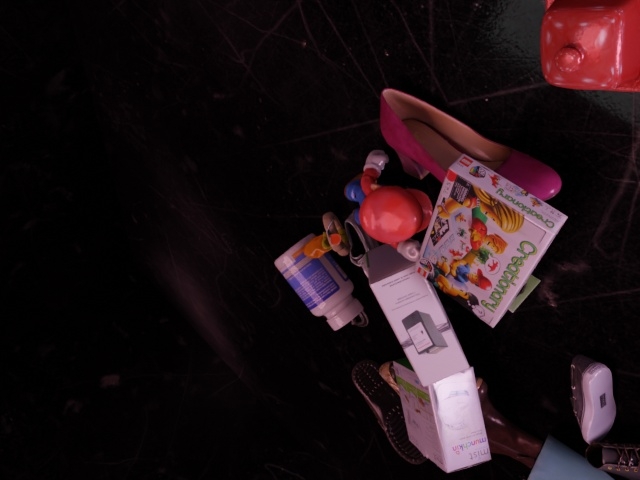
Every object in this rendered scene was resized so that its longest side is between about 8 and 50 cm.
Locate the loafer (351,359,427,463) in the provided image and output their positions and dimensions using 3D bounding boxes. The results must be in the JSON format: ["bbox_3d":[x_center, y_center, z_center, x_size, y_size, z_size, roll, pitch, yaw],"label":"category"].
[{"bbox_3d":[0.239,0.545,1.852,0.366,0.134,0.130,58,178,11],"label":"loafer"}]

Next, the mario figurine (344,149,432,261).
[{"bbox_3d":[0.160,-0.076,1.222,0.198,0.170,0.320,34,-177,-15],"label":"mario figurine"}]

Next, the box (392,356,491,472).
[{"bbox_3d":[0.299,0.425,1.455,0.262,0.127,0.231,164,94,-78],"label":"box"}]

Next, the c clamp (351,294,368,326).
[{"bbox_3d":[0.085,0.210,1.795,0.160,0.022,0.137,52,146,5],"label":"c clamp"}]

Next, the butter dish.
[{"bbox_3d":[0.360,-0.265,0.774,0.160,0.118,0.160,22,139,44],"label":"butter dish"}]

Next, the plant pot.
[{"bbox_3d":[0.570,0.632,1.289,0.235,0.293,0.293,25,141,28],"label":"plant pot"}]

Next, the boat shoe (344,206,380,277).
[{"bbox_3d":[0.108,0.023,1.491,0.079,0.081,0.227,21,137,45],"label":"boat shoe"}]

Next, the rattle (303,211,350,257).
[{"bbox_3d":[0.000,0.000,1.492,0.143,0.199,0.130,-8,102,11],"label":"rattle"}]

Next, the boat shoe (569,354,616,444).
[{"bbox_3d":[0.555,0.329,1.188,0.076,0.080,0.228,44,160,56],"label":"boat shoe"}]

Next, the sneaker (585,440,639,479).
[{"bbox_3d":[0.634,0.435,1.120,0.118,0.083,0.222,15,151,-8],"label":"sneaker"}]

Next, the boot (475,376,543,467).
[{"bbox_3d":[0.474,0.471,1.477,0.207,0.090,0.248,19,135,26],"label":"boot"}]

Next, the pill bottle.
[{"bbox_3d":[0.001,0.127,1.685,0.272,0.152,0.152,53,151,2],"label":"pill bottle"}]

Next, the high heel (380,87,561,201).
[{"bbox_3d":[0.245,-0.173,1.022,0.377,0.127,0.181,21,149,49],"label":"high heel"}]

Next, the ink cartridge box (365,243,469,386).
[{"bbox_3d":[0.222,0.159,1.338,0.289,0.121,0.211,62,-170,-17],"label":"ink cartridge box"}]

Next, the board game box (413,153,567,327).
[{"bbox_3d":[0.283,0.012,1.010,0.193,0.053,0.305,37,150,21],"label":"board game box"}]

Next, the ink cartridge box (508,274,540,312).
[{"bbox_3d":[0.332,0.069,1.188,0.209,0.109,0.062,38,148,25],"label":"ink cartridge box"}]

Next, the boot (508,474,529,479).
[{"bbox_3d":[0.585,0.706,1.581,0.121,0.045,0.099,50,148,6],"label":"boot"}]

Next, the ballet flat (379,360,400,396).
[{"bbox_3d":[0.266,0.449,1.742,0.206,0.073,0.067,41,135,14],"label":"ballet flat"}]
